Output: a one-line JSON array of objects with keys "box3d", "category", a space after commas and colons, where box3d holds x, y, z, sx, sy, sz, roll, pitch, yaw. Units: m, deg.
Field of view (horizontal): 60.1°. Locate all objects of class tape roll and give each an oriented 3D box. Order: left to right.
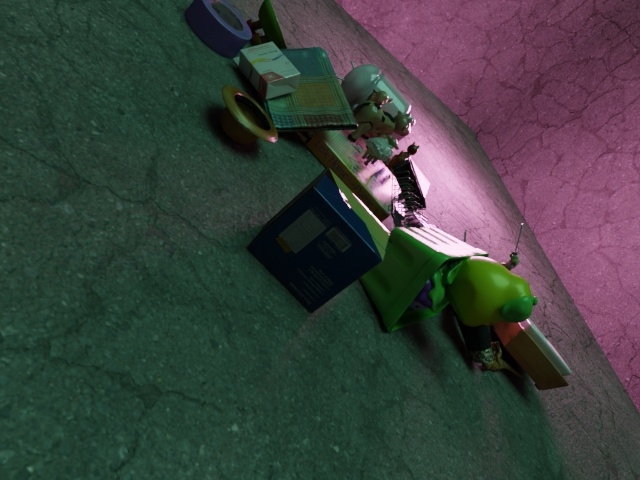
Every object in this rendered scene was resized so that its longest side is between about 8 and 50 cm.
[{"box3d": [-0.299, -0.638, 1.633, 0.189, 0.080, 0.189, 37, 31, -26], "category": "tape roll"}]

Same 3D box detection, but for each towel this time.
[{"box3d": [-0.062, -0.465, 1.676, 0.271, 0.040, 0.370, -7, 54, -18], "category": "towel"}, {"box3d": [0.363, -0.255, 2.236, 0.199, 0.031, 0.275, 50, 28, -6], "category": "towel"}]

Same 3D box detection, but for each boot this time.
[{"box3d": [0.444, 0.261, 1.652, 0.236, 0.085, 0.179, 89, -10, -89], "category": "boot"}]

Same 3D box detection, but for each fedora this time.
[{"box3d": [-0.190, -0.293, 1.365, 0.194, 0.079, 0.194, 42, 22, -21], "category": "fedora"}]

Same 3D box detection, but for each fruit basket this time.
[{"box3d": [0.337, 0.128, 1.419, 0.392, 0.283, 0.392, 30, 21, -13], "category": "fruit basket"}]

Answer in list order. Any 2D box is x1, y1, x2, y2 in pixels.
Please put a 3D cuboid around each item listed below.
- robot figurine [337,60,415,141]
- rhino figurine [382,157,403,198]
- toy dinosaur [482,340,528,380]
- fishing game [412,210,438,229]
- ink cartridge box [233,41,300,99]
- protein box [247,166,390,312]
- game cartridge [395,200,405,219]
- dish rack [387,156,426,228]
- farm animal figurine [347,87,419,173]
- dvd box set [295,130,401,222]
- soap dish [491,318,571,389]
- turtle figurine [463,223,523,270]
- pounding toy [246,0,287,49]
[{"box3d": [0.214, -0.543, 2.178, 0.353, 0.199, 0.300, 44, 41, -14], "category": "robot figurine"}, {"box3d": [0.235, -0.260, 1.996, 0.243, 0.073, 0.106, 46, 30, -6], "category": "rhino figurine"}, {"box3d": [0.545, 0.375, 1.705, 0.211, 0.064, 0.112, 15, 61, -37], "category": "toy dinosaur"}, {"box3d": [0.393, -0.032, 1.972, 0.189, 0.041, 0.264, 28, 21, -36], "category": "fishing game"}, {"box3d": [-0.162, -0.510, 1.620, 0.115, 0.067, 0.198, -25, 63, -27], "category": "ink cartridge box"}, {"box3d": [0.000, 0.000, 1.150, 0.200, 0.201, 0.136, 46, 27, -9], "category": "protein box"}, {"box3d": [0.271, -0.110, 1.924, 0.056, 0.017, 0.083, 45, 27, -18], "category": "game cartridge"}, {"box3d": [0.275, -0.105, 1.750, 0.272, 0.074, 0.208, -79, 149, -45], "category": "dish rack"}, {"box3d": [0.210, -0.401, 1.873, 0.326, 0.172, 0.330, 1, 54, -54], "category": "farm animal figurine"}, {"box3d": [0.093, -0.270, 1.799, 0.420, 0.062, 0.308, 47, 27, -8], "category": "dvd box set"}, {"box3d": [0.677, 0.341, 1.810, 0.229, 0.118, 0.291, 49, 12, -4], "category": "soap dish"}, {"box3d": [0.600, 0.094, 1.986, 0.197, 0.275, 0.266, 14, 35, 3], "category": "turtle figurine"}, {"box3d": [-0.182, -0.686, 1.885, 0.183, 0.110, 0.237, -107, 177, -57], "category": "pounding toy"}]
